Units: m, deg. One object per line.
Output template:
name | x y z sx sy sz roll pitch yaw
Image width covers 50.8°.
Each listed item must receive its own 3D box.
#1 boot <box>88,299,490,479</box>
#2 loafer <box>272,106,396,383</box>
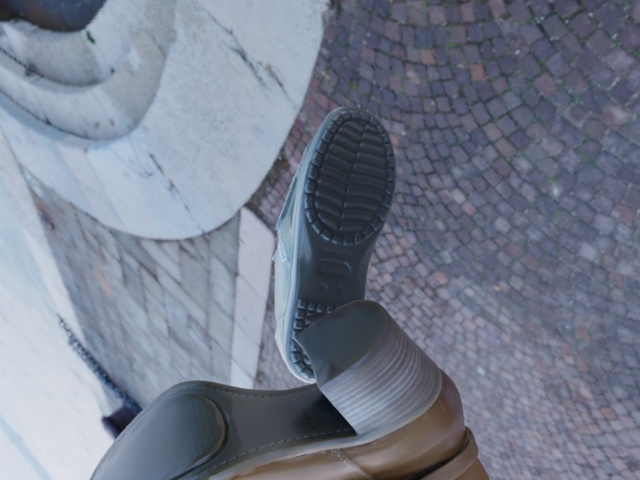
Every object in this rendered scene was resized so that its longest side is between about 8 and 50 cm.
boot | -0.011 0.133 0.357 0.152 0.197 0.073 56 -169 -32
loafer | 0.000 0.000 0.656 0.102 0.269 0.092 18 169 -26
